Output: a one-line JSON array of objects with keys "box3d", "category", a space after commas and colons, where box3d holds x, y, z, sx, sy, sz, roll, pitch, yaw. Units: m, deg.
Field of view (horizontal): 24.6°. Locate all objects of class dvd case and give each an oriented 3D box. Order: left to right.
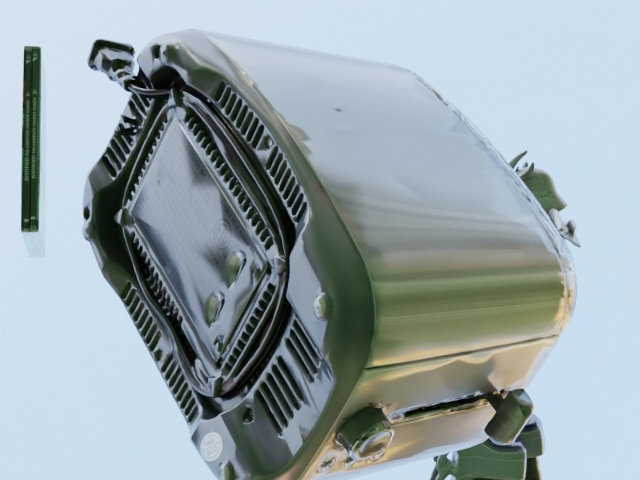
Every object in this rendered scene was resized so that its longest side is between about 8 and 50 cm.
[{"box3d": [-0.183, -0.055, 0.942, 0.013, 0.087, 0.119, 1, -102, -8], "category": "dvd case"}]

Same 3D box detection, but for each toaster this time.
[{"box3d": [0.000, 0.000, 0.622, 0.146, 0.227, 0.129, 1, -50, -38], "category": "toaster"}]

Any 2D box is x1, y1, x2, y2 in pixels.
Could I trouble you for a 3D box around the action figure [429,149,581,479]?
[{"box3d": [0.143, 0.071, 1.144, 0.099, 0.185, 0.285, 7, -82, 8], "category": "action figure"}]
